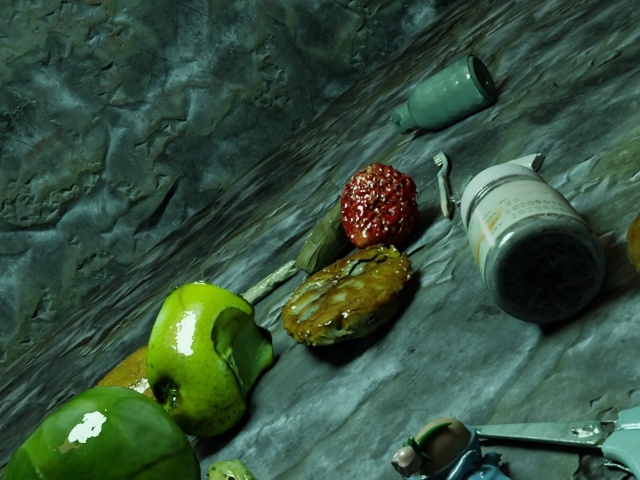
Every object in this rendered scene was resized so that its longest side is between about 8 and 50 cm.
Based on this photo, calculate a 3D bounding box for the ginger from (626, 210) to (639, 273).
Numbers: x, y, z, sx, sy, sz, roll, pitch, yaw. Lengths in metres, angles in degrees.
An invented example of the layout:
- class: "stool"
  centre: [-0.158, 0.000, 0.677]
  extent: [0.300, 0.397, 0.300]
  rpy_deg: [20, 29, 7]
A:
- class: "ginger"
  centre: [0.494, -0.030, 0.827]
  extent: [0.165, 0.172, 0.321]
  rpy_deg: [-1, 1, -24]

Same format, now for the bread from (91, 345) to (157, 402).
- class: "bread"
  centre: [-0.416, 0.354, 1.558]
  extent: [0.337, 0.148, 0.328]
  rpy_deg: [-43, 19, -20]

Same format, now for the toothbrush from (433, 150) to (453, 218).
- class: "toothbrush"
  centre: [0.281, -0.134, 1.657]
  extent: [0.037, 0.028, 0.375]
  rpy_deg: [-36, 17, 21]

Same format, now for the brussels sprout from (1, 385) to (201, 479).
- class: "brussels sprout"
  centre: [-0.349, 0.406, 1.108]
  extent: [0.355, 0.289, 0.281]
  rpy_deg: [-42, 1, 24]

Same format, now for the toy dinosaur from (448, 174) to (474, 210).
- class: "toy dinosaur"
  centre: [0.312, -0.094, 1.483]
  extent: [0.082, 0.039, 0.209]
  rpy_deg: [-41, 8, -3]

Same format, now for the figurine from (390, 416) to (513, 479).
- class: "figurine"
  centre: [0.152, 0.254, 0.802]
  extent: [0.114, 0.144, 0.178]
  rpy_deg: [-45, 32, -13]

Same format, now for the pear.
- class: "pear"
  centre: [-0.221, 0.227, 1.369]
  extent: [0.164, 0.238, 0.255]
  rpy_deg: [-20, 22, 26]

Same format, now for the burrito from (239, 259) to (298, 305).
- class: "burrito"
  centre: [-0.127, 0.110, 1.797]
  extent: [0.185, 0.041, 0.045]
  rpy_deg: [-37, -23, 4]

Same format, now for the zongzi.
- class: "zongzi"
  centre: [0.000, 0.000, 1.658]
  extent: [0.189, 0.081, 0.178]
  rpy_deg: [-44, -19, -19]

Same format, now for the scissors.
- class: "scissors"
  centre: [0.304, 0.213, 0.792]
  extent: [0.360, 0.029, 0.191]
  rpy_deg: [-18, 22, 48]

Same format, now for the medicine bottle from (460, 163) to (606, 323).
- class: "medicine bottle"
  centre: [0.306, -0.006, 1.093]
  extent: [0.165, 0.165, 0.273]
  rpy_deg: [-33, 19, 13]

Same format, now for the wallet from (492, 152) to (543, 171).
- class: "wallet"
  centre: [0.395, -0.148, 1.494]
  extent: [0.122, 0.025, 0.061]
  rpy_deg: [-17, 21, 47]

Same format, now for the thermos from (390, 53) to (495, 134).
- class: "thermos"
  centre: [0.335, -0.386, 2.007]
  extent: [0.287, 0.144, 0.182]
  rpy_deg: [-24, -10, 36]

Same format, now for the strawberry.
- class: "strawberry"
  centre: [0.118, -0.056, 1.550]
  extent: [0.187, 0.184, 0.201]
  rpy_deg: [-23, 32, 45]

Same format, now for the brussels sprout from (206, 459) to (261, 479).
- class: "brussels sprout"
  centre: [-0.130, 0.393, 1.039]
  extent: [0.139, 0.100, 0.181]
  rpy_deg: [-56, 25, -20]

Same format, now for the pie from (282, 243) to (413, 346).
- class: "pie"
  centre: [0.046, 0.113, 1.401]
  extent: [0.308, 0.085, 0.308]
  rpy_deg: [-30, 16, 10]
